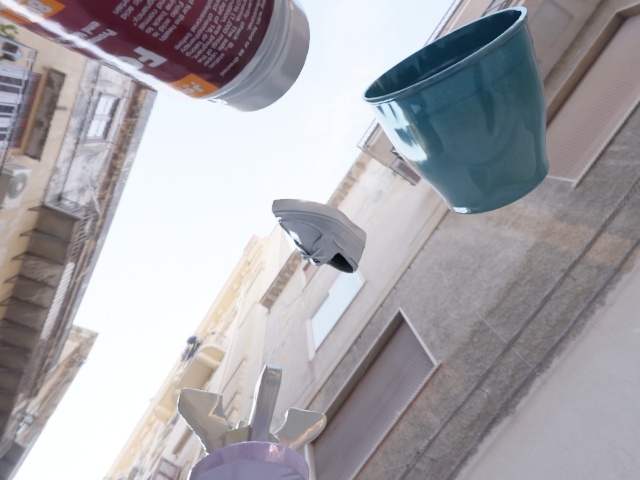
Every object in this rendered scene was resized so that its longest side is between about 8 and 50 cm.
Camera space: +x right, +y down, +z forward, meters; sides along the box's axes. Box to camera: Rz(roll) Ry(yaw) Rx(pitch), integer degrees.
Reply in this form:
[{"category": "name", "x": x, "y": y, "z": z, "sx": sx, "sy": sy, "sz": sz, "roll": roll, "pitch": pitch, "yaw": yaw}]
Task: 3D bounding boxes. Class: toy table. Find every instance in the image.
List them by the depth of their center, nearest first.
[{"category": "toy table", "x": -0.109, "y": 0.329, "z": 0.794, "sx": 0.252, "sy": 0.160, "sz": 0.274, "roll": 24, "pitch": -52, "yaw": -20}]

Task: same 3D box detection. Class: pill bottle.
[{"category": "pill bottle", "x": -0.183, "y": -0.289, "z": 0.551, "sx": 0.224, "sy": 0.392, "sz": 0.223, "roll": -3, "pitch": -96, "yaw": 27}]

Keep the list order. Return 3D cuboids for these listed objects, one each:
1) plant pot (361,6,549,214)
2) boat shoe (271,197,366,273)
[{"category": "plant pot", "x": 0.248, "y": -0.194, "z": 0.830, "sx": 0.272, "sy": 0.271, "sz": 0.255, "roll": -31, "pitch": -69, "yaw": 3}, {"category": "boat shoe", "x": 0.000, "y": 0.000, "z": 0.606, "sx": 0.066, "sy": 0.184, "sz": 0.063, "roll": 1, "pitch": -105, "yaw": 24}]
